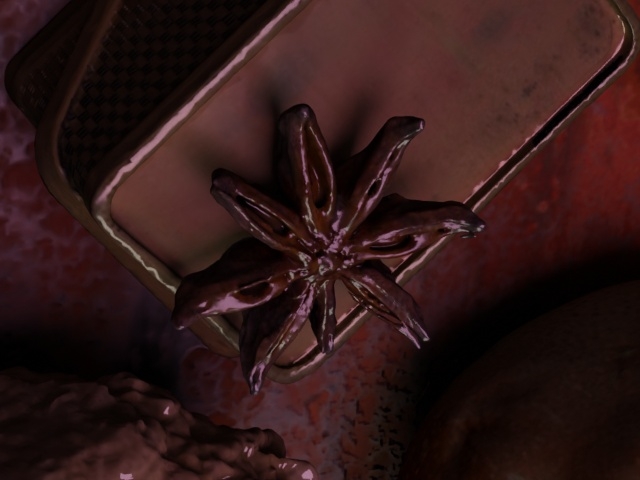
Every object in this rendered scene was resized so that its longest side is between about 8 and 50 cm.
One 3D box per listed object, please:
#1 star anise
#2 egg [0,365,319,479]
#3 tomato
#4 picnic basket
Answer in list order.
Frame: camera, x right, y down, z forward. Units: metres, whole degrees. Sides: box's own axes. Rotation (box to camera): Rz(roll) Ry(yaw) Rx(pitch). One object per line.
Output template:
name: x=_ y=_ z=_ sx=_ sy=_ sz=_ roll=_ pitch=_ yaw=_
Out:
star anise: x=0.000 y=-0.002 z=0.693 sx=0.141 sy=0.042 sz=0.141 roll=-12 pitch=124 yaw=-18
egg: x=-0.139 y=0.195 z=0.781 sx=0.310 sy=0.279 sz=0.279 roll=-14 pitch=123 yaw=-15
tomato: x=0.184 y=0.157 z=0.932 sx=0.303 sy=0.303 sz=0.239 roll=-27 pitch=111 yaw=-11
picnic basket: x=0.000 y=-0.085 z=0.762 sx=0.267 sy=0.139 sz=0.165 roll=-44 pitch=128 yaw=2
